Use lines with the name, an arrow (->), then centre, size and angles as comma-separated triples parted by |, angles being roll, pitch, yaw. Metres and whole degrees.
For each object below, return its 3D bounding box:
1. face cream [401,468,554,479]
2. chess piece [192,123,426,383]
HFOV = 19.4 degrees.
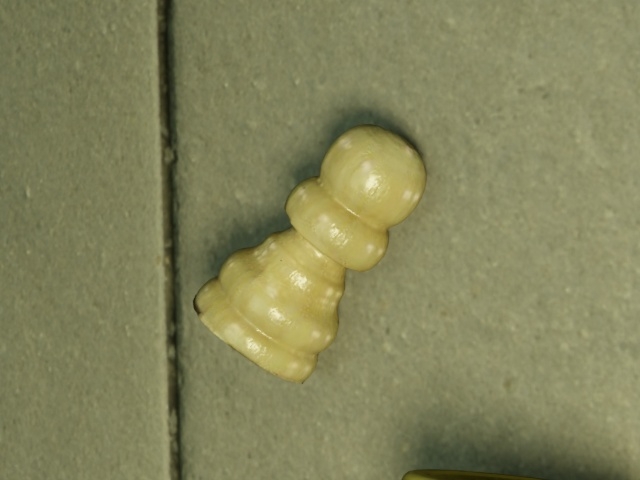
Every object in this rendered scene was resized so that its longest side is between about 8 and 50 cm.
face cream -> 0.169, 0.303, 1.646 | 0.218, 0.218, 0.179 | 4, 87, 35
chess piece -> 0.000, 0.000, 1.853 | 0.143, 0.143, 0.261 | 44, 106, 30
